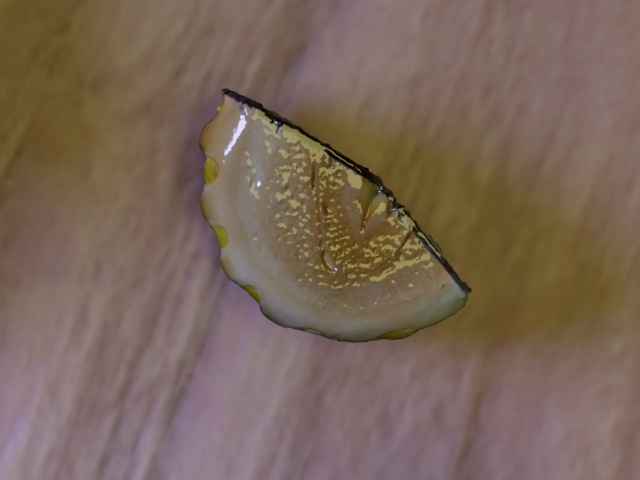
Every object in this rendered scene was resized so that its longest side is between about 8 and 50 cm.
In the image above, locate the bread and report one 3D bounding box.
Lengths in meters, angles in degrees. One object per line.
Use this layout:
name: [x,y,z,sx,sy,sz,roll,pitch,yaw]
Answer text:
bread: [0.000,0.000,0.994,0.157,0.083,0.094,27,89,-11]
